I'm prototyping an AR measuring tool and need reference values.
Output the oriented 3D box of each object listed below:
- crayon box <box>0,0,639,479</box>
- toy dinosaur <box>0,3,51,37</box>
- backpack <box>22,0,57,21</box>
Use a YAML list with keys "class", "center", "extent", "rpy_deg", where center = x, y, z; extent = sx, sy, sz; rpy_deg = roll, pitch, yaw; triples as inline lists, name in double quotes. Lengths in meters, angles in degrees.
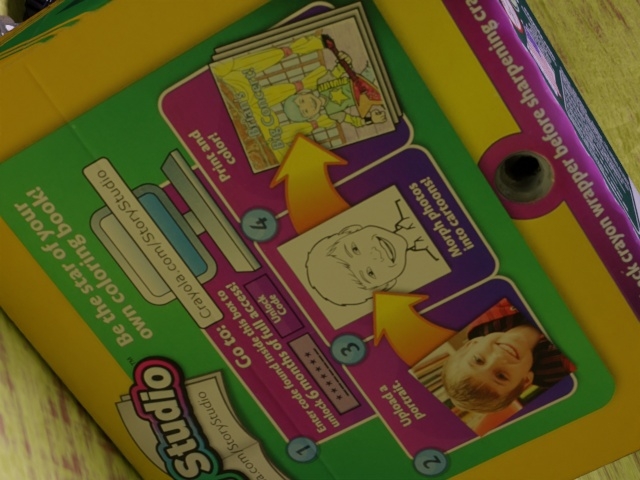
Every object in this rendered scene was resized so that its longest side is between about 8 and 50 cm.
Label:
- class: "crayon box"
  center: [0.000, 0.000, 0.799]
  extent: [0.363, 0.313, 0.106]
  rpy_deg: [55, 19, -21]
- class: "toy dinosaur"
  center: [-0.190, -0.127, 0.902]
  extent: [0.268, 0.064, 0.118]
  rpy_deg: [47, 35, -39]
- class: "backpack"
  center: [-0.121, -0.212, 1.032]
  extent: [0.117, 0.158, 0.173]
  rpy_deg: [48, 40, -65]
